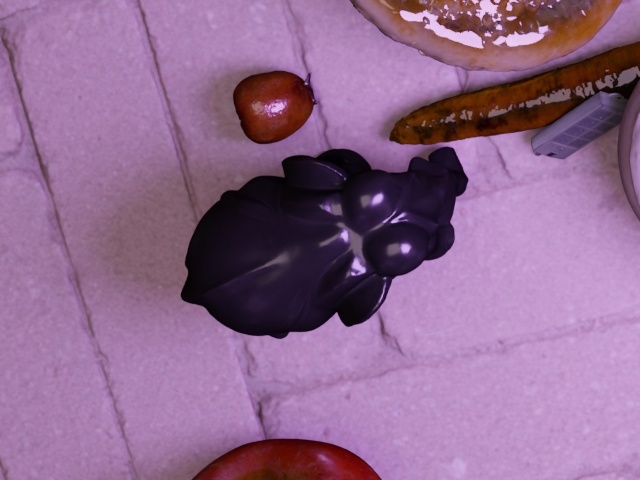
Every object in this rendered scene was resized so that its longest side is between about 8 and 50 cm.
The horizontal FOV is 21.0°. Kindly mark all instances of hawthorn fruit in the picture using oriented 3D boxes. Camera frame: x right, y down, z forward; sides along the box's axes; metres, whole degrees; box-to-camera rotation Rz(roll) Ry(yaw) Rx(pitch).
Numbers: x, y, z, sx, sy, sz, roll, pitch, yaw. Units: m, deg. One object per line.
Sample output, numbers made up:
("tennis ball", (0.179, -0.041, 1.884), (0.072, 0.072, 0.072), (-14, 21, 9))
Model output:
("hawthorn fruit", (-0.048, -0.151, 1.908), (0.093, 0.081, 0.081), (-19, 94, 1))

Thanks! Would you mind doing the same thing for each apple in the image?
("apple", (-0.036, 0.344, 1.899), (0.260, 0.260, 0.217), (-5, 127, 14))

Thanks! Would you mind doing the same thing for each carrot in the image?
("carrot", (0.221, -0.148, 1.851), (0.314, 0.066, 0.066), (-14, 95, 15))

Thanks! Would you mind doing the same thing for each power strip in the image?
("power strip", (0.274, -0.118, 1.830), (0.136, 0.051, 0.019), (-35, 53, 47))

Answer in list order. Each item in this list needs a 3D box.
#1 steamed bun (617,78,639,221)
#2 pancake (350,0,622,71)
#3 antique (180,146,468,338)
("steamed bun", (0.444, -0.098, 1.748), (0.282, 0.177, 0.283), (2, 100, 9))
("pancake", (0.168, -0.358, 1.749), (0.386, 0.082, 0.387), (0, 90, -14))
("antique", (0.000, 0.000, 1.832), (0.322, 0.255, 0.185), (-22, 91, 13))
